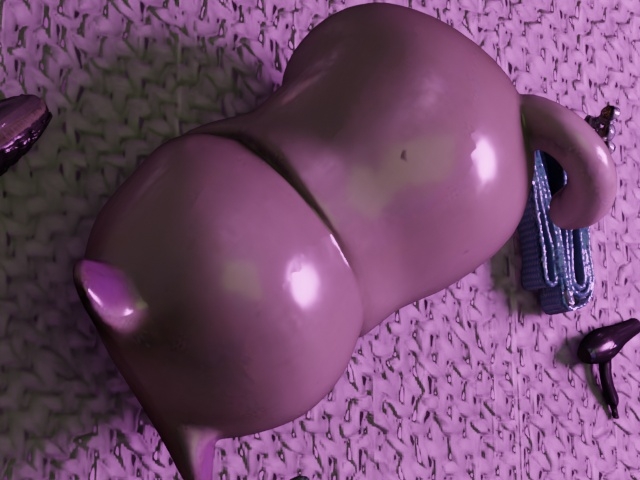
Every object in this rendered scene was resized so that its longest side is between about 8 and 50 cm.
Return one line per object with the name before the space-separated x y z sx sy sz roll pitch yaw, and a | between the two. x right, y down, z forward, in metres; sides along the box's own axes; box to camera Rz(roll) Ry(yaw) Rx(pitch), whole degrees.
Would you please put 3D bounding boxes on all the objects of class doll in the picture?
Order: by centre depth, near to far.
doll | -0.003 -0.017 0.830 0.370 0.226 0.215 -31 126 -19

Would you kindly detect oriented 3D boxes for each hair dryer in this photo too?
hair dryer | 0.261 0.114 1.045 0.079 0.031 0.083 -19 103 -38

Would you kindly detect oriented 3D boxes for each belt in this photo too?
belt | 0.214 -0.026 1.025 0.100 0.065 0.179 -3 83 -19

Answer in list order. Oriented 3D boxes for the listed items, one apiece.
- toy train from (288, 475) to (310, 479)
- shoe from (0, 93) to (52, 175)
toy train | 0.003 0.259 0.856 0.111 0.071 0.170 -33 96 -21
shoe | -0.269 -0.057 0.774 0.194 0.074 0.077 -36 92 -26
